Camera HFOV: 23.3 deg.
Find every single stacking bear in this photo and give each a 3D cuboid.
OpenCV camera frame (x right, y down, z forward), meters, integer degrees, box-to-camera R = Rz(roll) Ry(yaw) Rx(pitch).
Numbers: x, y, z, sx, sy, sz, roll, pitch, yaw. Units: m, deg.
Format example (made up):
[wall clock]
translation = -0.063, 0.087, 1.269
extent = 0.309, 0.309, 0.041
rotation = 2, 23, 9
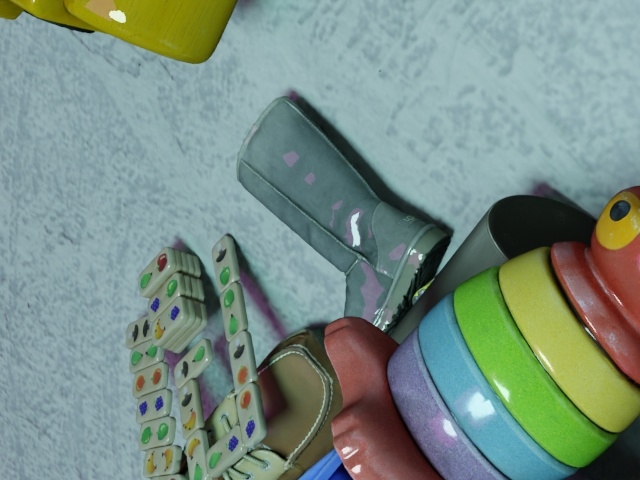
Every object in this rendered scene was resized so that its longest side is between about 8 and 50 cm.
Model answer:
[stacking bear]
translation = 0.165, 0.068, 1.067
extent = 0.289, 0.175, 0.164
rotation = -37, 117, 19

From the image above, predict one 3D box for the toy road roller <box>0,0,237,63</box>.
[toy road roller]
translation = -0.200, -0.264, 1.284
extent = 0.240, 0.329, 0.202
rotation = 30, 104, 28

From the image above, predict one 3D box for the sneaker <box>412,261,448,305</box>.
[sneaker]
translation = 0.114, 0.032, 1.337
extent = 0.083, 0.035, 0.031
rotation = -36, 92, 25

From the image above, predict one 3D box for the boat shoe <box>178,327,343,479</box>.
[boat shoe]
translation = -0.071, 0.214, 1.530
extent = 0.122, 0.120, 0.324
rotation = 48, 134, 15

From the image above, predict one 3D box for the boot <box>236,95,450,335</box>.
[boot]
translation = 0.001, 0.000, 1.396
extent = 0.208, 0.076, 0.190
rotation = 35, 115, 18

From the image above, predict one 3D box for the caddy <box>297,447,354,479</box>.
[caddy]
translation = 0.024, 0.300, 1.397
extent = 0.179, 0.241, 0.341
rotation = 34, 131, 18

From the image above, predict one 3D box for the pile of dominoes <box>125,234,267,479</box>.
[pile of dominoes]
translation = -0.140, 0.128, 1.509
extent = 0.196, 0.040, 0.251
rotation = -45, 42, 34

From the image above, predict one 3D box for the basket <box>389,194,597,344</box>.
[basket]
translation = 0.149, 0.090, 1.251
extent = 0.204, 0.154, 0.227
rotation = 43, 129, 24
